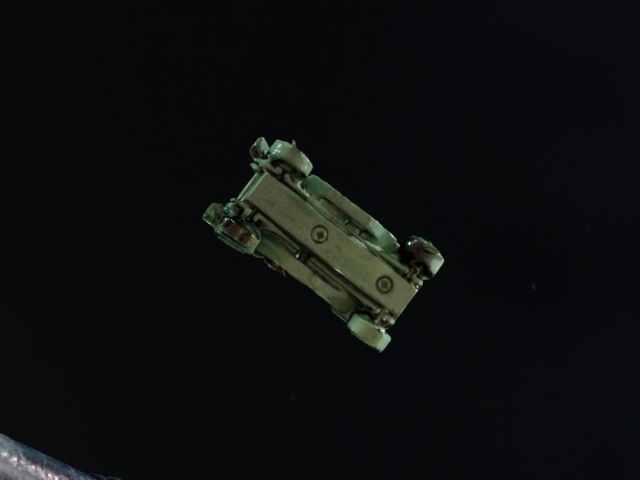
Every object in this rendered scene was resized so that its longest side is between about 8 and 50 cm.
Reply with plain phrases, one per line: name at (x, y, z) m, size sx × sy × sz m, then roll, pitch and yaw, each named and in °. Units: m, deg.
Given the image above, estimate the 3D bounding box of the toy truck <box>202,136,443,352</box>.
toy truck at (0.001, 0.001, 0.939) m, size 0.154 × 0.078 × 0.080 m, roll 36°, pitch -94°, yaw -9°

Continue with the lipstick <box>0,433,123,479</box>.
lipstick at (-0.110, 0.132, 0.650) m, size 0.234 × 0.053 × 0.053 m, roll 33°, pitch -75°, yaw -36°
